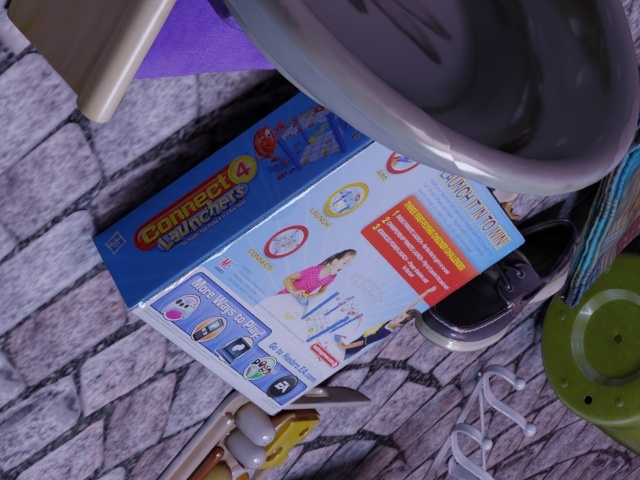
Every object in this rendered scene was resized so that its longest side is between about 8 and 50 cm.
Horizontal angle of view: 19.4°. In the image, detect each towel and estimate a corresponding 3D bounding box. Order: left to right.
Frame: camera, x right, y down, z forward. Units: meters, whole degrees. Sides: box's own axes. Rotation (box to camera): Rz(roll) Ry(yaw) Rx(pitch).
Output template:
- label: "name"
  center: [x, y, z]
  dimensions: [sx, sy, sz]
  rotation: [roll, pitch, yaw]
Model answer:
- label: "towel"
  center: [0.414, -0.096, 2.312]
  dimensions: [0.271, 0.040, 0.370]
  rotation: [-43, 160, -30]

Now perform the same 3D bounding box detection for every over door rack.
- label: "over door rack"
  center: [0.204, 0.351, 2.640]
  dimensions: [0.239, 0.108, 0.324]
  rotation: [-56, 166, -32]

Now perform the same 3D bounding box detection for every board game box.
- label: "board game box"
  center: [0.000, 0.000, 1.688]
  dimensions: [0.302, 0.086, 0.308]
  rotation: [-35, 149, 6]

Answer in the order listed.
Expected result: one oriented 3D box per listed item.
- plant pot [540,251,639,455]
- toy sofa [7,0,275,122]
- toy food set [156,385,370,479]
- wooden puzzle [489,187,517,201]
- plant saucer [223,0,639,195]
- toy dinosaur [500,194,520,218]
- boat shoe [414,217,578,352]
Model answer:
- label: "plant pot"
  center: [0.497, 0.160, 2.619]
  dimensions: [0.353, 0.366, 0.366]
  rotation: [14, 121, -51]
- label: "toy sofa"
  center: [-0.027, -0.168, 1.351]
  dimensions: [0.363, 0.177, 0.150]
  rotation: [-11, 142, -52]
- label: "toy food set"
  center: [-0.088, 0.286, 2.165]
  dimensions: [0.306, 0.092, 0.220]
  rotation: [-50, 156, 18]
- label: "wooden puzzle"
  center: [0.123, -0.100, 1.769]
  dimensions: [0.239, 0.044, 0.221]
  rotation: [-5, 140, -29]
- label: "plant saucer"
  center: [0.033, -0.183, 1.176]
  dimensions: [0.100, 0.400, 0.400]
  rotation: [-36, 164, 35]
- label: "toy dinosaur"
  center: [0.201, -0.074, 2.046]
  dimensions: [0.211, 0.064, 0.112]
  rotation: [-39, 156, -55]
- label: "boat shoe"
  center: [0.215, 0.044, 2.226]
  dimensions: [0.285, 0.103, 0.092]
  rotation: [-26, 145, -46]
